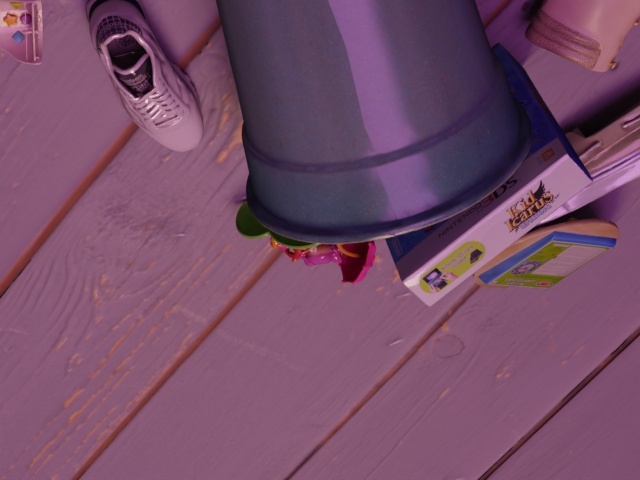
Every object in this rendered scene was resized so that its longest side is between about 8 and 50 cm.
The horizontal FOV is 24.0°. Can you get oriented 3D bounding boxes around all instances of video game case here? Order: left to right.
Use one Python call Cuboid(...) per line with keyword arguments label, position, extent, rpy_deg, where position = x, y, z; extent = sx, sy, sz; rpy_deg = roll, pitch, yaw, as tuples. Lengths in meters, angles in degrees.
Cuboid(label="video game case", position=(0.176, -0.085, 1.822), extent=(0.244, 0.269, 0.061), rpy_deg=(-38, 125, 14))

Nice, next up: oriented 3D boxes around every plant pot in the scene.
Cuboid(label="plant pot", position=(0.036, -0.228, 1.656), extent=(0.341, 0.341, 0.334), rpy_deg=(-18, 122, -1))

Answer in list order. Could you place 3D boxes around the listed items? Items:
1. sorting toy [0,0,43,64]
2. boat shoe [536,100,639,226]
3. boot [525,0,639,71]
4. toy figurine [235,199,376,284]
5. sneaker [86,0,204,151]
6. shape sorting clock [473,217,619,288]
Cuboid(label="sorting toy", position=(-0.353, -0.246, 1.701), extent=(0.075, 0.045, 0.083), rpy_deg=(1, 127, -7))
Cuboid(label="boat shoe", position=(0.350, -0.103, 1.983), extent=(0.302, 0.109, 0.094), rpy_deg=(-27, 92, 8))
Cuboid(label="boot", position=(0.396, -0.299, 1.830), extent=(0.262, 0.095, 0.203), rpy_deg=(8, 124, -19))
Cuboid(label="toy figurine", position=(0.000, 0.000, 1.956), extent=(0.173, 0.130, 0.159), rpy_deg=(-11, 143, 22))
Cuboid(label="sneaker", position=(-0.204, -0.180, 1.759), extent=(0.090, 0.095, 0.235), rpy_deg=(-28, 130, 5))
Cuboid(label="shape sorting clock", position=(0.305, 0.017, 2.042), extent=(0.206, 0.040, 0.206), rpy_deg=(-17, 157, -7))
